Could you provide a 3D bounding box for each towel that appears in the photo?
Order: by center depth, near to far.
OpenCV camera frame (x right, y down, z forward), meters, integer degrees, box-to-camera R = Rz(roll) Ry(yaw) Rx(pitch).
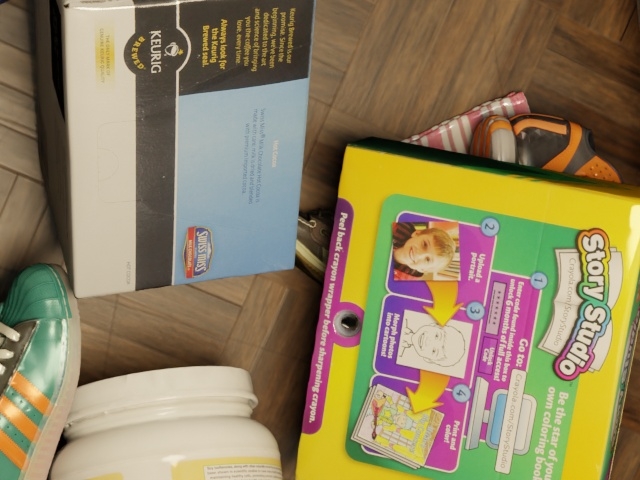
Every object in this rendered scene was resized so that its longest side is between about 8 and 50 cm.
[{"bbox_3d":[0.162,-0.065,1.907,0.197,0.029,0.144,-24,102,-9],"label":"towel"}]

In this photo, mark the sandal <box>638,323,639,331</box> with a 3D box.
[{"bbox_3d":[0.307,0.077,1.947,0.219,0.060,0.090,-11,101,-12],"label":"sandal"}]

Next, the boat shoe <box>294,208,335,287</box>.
[{"bbox_3d":[0.001,0.001,1.855,0.223,0.080,0.073,41,82,-21],"label":"boat shoe"}]

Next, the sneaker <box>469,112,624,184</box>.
[{"bbox_3d":[0.250,0.025,1.867,0.180,0.124,0.321,2,104,-13],"label":"sneaker"}]

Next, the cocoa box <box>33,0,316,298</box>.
[{"bbox_3d":[-0.146,-0.153,1.641,0.227,0.231,0.347,-8,133,-14],"label":"cocoa box"}]

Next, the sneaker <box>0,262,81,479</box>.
[{"bbox_3d":[-0.325,0.165,1.691,0.121,0.108,0.302,10,96,-40],"label":"sneaker"}]

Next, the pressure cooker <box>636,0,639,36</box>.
[{"bbox_3d":[0.533,-0.126,1.823,0.369,0.375,0.421,-3,100,17],"label":"pressure cooker"}]

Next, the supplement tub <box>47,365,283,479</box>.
[{"bbox_3d":[-0.147,0.310,1.735,0.241,0.241,0.331,-5,75,-13],"label":"supplement tub"}]

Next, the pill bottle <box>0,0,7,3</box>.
[{"bbox_3d":[-0.345,-0.301,1.683,0.264,0.153,0.153,-27,103,-8],"label":"pill bottle"}]

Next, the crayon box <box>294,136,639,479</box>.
[{"bbox_3d":[0.158,0.101,1.751,0.313,0.106,0.363,12,101,15],"label":"crayon box"}]
